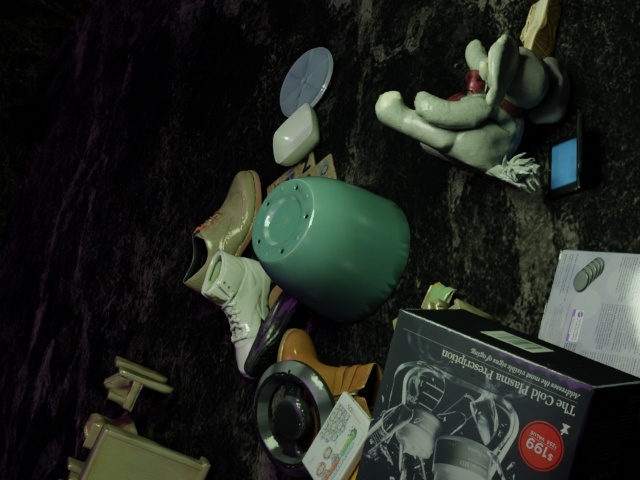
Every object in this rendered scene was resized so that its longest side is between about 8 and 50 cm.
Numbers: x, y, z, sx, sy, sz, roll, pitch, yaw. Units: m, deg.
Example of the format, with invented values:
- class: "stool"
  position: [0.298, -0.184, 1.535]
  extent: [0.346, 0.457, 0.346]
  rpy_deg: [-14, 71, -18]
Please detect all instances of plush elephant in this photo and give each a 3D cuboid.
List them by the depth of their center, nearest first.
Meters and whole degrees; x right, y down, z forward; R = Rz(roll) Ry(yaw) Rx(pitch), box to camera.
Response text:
- class: "plush elephant"
  position: [0.311, -0.261, 1.742]
  extent: [0.330, 0.272, 0.255]
  rpy_deg: [29, 95, 39]

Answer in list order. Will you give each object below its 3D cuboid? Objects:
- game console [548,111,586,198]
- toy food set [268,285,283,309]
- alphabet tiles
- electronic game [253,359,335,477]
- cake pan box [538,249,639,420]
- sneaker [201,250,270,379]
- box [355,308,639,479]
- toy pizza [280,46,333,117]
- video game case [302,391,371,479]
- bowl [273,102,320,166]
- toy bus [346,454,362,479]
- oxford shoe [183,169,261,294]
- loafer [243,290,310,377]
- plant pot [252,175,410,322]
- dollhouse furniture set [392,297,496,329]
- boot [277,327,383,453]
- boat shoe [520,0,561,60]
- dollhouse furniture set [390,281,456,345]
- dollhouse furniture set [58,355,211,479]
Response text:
- class: "game console"
  position: [0.437, -0.150, 1.680]
  extent: [0.071, 0.107, 0.122]
  rpy_deg: [-2, 64, 19]
- class: "toy food set"
  position: [-0.089, 0.137, 2.173]
  extent: [0.082, 0.020, 0.083]
  rpy_deg: [2, 81, 43]
- class: "alphabet tiles"
  position: [-0.054, -0.047, 2.262]
  extent: [0.285, 0.011, 0.342]
  rpy_deg: [-38, 43, 29]
- class: "electronic game"
  position: [-0.052, 0.348, 1.844]
  extent: [0.229, 0.048, 0.229]
  rpy_deg: [2, 93, 43]
- class: "cake pan box"
  position: [0.459, 0.149, 1.470]
  extent: [0.246, 0.070, 0.267]
  rpy_deg: [0, 69, 53]
- class: "sneaker"
  position: [-0.205, 0.168, 2.175]
  extent: [0.108, 0.169, 0.292]
  rpy_deg: [-27, 55, 40]
- class: "box"
  position: [0.259, 0.300, 1.414]
  extent: [0.343, 0.179, 0.312]
  rpy_deg: [20, 100, 41]
- class: "toy pizza"
  position: [-0.031, -0.405, 2.436]
  extent: [0.201, 0.032, 0.201]
  rpy_deg: [-29, 48, 39]
- class: "video game case"
  position: [0.033, 0.369, 1.693]
  extent: [0.157, 0.019, 0.143]
  rpy_deg: [-60, 25, 5]
- class: "bowl"
  position: [-0.053, -0.256, 2.344]
  extent: [0.142, 0.053, 0.142]
  rpy_deg: [-41, 36, 26]
- class: "toy bus"
  position: [0.121, 0.456, 1.619]
  extent: [0.108, 0.130, 0.332]
  rpy_deg: [-55, 27, 12]
- class: "oxford shoe"
  position: [-0.245, -0.027, 2.369]
  extent: [0.123, 0.130, 0.348]
  rpy_deg: [-6, 65, 56]
- class: "loafer"
  position: [-0.105, 0.204, 2.111]
  extent: [0.078, 0.076, 0.223]
  rpy_deg: [32, 89, 41]
- class: "plant pot"
  position: [0.000, 0.000, 1.968]
  extent: [0.293, 0.235, 0.293]
  rpy_deg: [-26, 52, 38]
- class: "dollhouse furniture set"
  position: [0.234, 0.185, 1.674]
  extent: [0.151, 0.123, 0.144]
  rpy_deg: [-37, 44, 32]
- class: "boot"
  position: [0.022, 0.278, 1.883]
  extent: [0.220, 0.109, 0.283]
  rpy_deg: [-32, 49, 38]
- class: "boat shoe"
  position: [0.427, -0.405, 1.858]
  extent: [0.059, 0.063, 0.170]
  rpy_deg: [-8, 53, 51]
- class: "dollhouse furniture set"
  position: [0.190, 0.143, 1.792]
  extent: [0.151, 0.058, 0.076]
  rpy_deg: [-66, 20, -4]
- class: "dollhouse furniture set"
  position: [-0.442, 0.521, 2.273]
  extent: [0.362, 0.256, 0.394]
  rpy_deg: [-65, 15, -4]
